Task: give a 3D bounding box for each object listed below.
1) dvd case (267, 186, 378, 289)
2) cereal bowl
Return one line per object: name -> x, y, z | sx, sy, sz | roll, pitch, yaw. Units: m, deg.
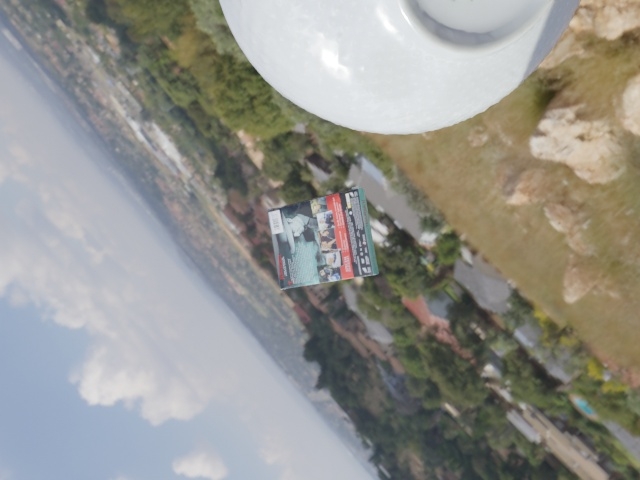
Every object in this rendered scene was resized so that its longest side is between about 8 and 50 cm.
dvd case -> 0.000, 0.000, 0.768 | 0.013, 0.119, 0.087 | -7, -94, -54
cereal bowl -> 0.091, -0.237, 0.596 | 0.339, 0.339, 0.141 | 56, 174, -36
